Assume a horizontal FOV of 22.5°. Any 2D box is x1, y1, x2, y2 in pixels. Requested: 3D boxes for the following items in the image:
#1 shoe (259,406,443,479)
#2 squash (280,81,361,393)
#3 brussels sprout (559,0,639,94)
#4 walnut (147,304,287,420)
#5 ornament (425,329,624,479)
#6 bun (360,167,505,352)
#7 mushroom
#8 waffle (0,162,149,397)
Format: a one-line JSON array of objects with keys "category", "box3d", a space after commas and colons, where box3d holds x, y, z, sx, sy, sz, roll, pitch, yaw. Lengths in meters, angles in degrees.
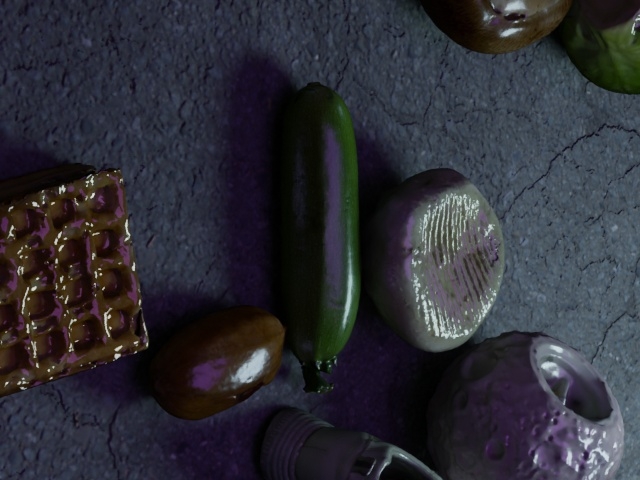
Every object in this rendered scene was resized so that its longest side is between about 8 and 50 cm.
[{"category": "shoe", "box3d": [0.091, 0.337, 1.977, 0.342, 0.211, 0.132, 44, 69, -36]}, {"category": "squash", "box3d": [0.000, 0.000, 1.927, 0.101, 0.101, 0.378, -5, 100, -39]}, {"category": "brussels sprout", "box3d": [0.427, -0.304, 2.154, 0.271, 0.219, 0.210, 10, 86, -58]}, {"category": "walnut", "box3d": [-0.112, 0.137, 1.853, 0.207, 0.116, 0.115, -28, 114, -42]}, {"category": "ornament", "box3d": [0.257, 0.249, 2.085, 0.259, 0.259, 0.225, 13, 129, -40]}, {"category": "bun", "box3d": [0.128, 0.023, 2.011, 0.231, 0.133, 0.231, 0, 90, -44]}, {"category": "mushroom", "box3d": [0.216, -0.356, 2.016, 0.253, 0.153, 0.253, -2, 93, -39]}, {"category": "waffle", "box3d": [-0.337, 0.050, 1.659, 0.308, 0.091, 0.212, -18, 107, -38]}]
